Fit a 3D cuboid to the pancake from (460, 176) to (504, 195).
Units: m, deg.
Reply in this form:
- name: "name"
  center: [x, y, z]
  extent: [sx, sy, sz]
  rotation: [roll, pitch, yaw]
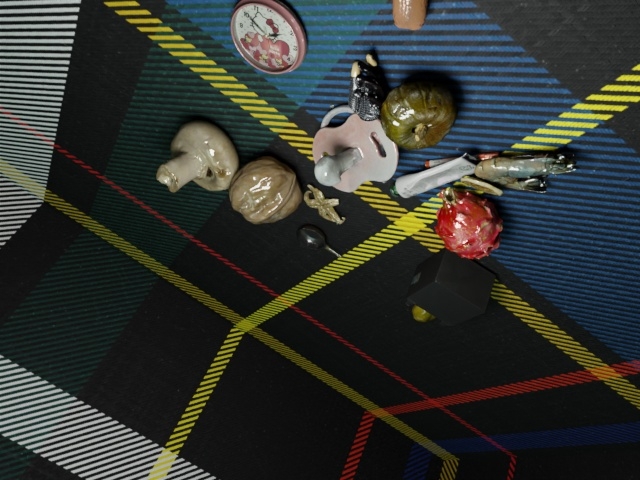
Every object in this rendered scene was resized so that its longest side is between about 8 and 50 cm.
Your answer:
- name: "pancake"
  center: [0.500, -0.167, 1.689]
  extent: [0.140, 0.022, 0.139]
  rotation: [22, -174, -2]

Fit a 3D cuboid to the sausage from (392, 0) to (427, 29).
- name: "sausage"
  center: [0.211, -0.630, 1.280]
  extent: [0.086, 0.086, 0.289]
  rotation: [14, 145, 19]

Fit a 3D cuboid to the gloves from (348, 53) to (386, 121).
- name: "gloves"
  center: [0.141, -0.445, 1.562]
  extent: [0.106, 0.129, 0.180]
  rotation: [5, 136, -8]

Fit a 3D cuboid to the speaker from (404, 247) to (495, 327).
- name: "speaker"
  center: [0.490, 0.182, 2.090]
  extent: [0.232, 0.184, 0.254]
  rotation: [32, 149, -6]

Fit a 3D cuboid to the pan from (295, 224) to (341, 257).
- name: "pan"
  center: [-0.009, 0.004, 2.310]
  extent: [0.202, 0.048, 0.128]
  rotation: [43, 144, -20]

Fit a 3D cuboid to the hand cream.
- name: "hand cream"
  center: [0.363, -0.203, 1.748]
  extent: [0.121, 0.076, 0.336]
  rotation: [15, 159, -39]

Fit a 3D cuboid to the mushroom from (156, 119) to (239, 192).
- name: "mushroom"
  center: [-0.456, -0.276, 2.024]
  extent: [0.293, 0.290, 0.292]
  rotation: [23, 143, 18]

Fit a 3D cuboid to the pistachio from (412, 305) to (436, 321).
- name: "pistachio"
  center: [0.455, 0.297, 2.334]
  extent: [0.100, 0.110, 0.189]
  rotation: [57, 149, 12]

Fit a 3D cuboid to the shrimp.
- name: "shrimp"
  center: [0.602, -0.189, 1.598]
  extent: [0.289, 0.075, 0.178]
  rotation: [-6, 156, 28]

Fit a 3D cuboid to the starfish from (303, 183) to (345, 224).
- name: "starfish"
  center: [0.008, -0.137, 2.108]
  extent: [0.150, 0.053, 0.209]
  rotation: [-8, 132, 34]

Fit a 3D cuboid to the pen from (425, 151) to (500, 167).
- name: "pen"
  center: [0.436, -0.247, 1.690]
  extent: [0.239, 0.028, 0.028]
  rotation: [-1, 137, 37]

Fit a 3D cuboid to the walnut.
- name: "walnut"
  center: [-0.201, -0.183, 2.023]
  extent: [0.273, 0.227, 0.273]
  rotation: [1, 117, 2]

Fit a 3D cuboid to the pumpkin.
- name: "pumpkin"
  center: [0.273, -0.342, 1.521]
  extent: [0.219, 0.162, 0.219]
  rotation: [-3, 148, -2]

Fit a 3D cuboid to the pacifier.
- name: "pacifier"
  center: [0.092, -0.267, 1.739]
  extent: [0.220, 0.273, 0.332]
  rotation: [31, 151, -36]

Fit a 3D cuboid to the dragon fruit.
- name: "dragon fruit"
  center: [0.473, -0.058, 1.774]
  extent: [0.205, 0.210, 0.268]
  rotation: [-23, 118, 29]

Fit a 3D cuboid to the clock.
- name: "clock"
  center: [-0.153, -0.596, 1.600]
  extent: [0.245, 0.056, 0.244]
  rotation: [20, 146, 15]
